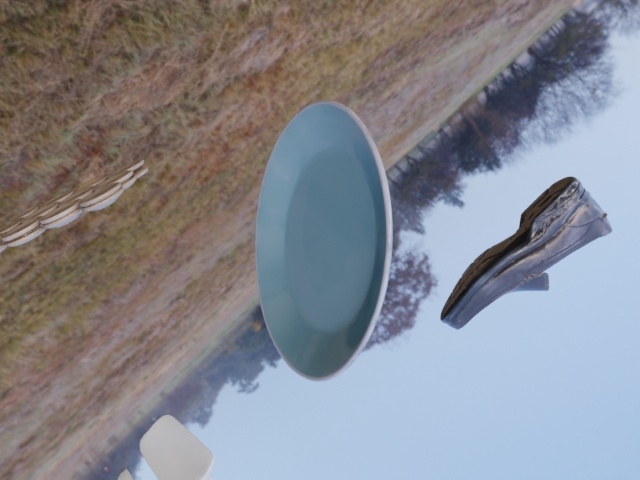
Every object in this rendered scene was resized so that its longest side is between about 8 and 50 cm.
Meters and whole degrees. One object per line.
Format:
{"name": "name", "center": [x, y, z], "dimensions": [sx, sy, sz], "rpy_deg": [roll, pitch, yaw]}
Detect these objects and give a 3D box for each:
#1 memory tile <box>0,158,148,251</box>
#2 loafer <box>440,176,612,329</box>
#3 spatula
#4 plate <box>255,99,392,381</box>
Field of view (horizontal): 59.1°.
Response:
{"name": "memory tile", "center": [-0.229, -0.028, 0.500], "dimensions": [0.147, 0.012, 0.113], "rpy_deg": [-23, -158, 6]}
{"name": "loafer", "center": [0.178, 0.024, 0.497], "dimensions": [0.170, 0.061, 0.062], "rpy_deg": [-47, -179, 17]}
{"name": "spatula", "center": [-0.126, 0.304, 0.537], "dimensions": [0.168, 0.242, 0.019], "rpy_deg": [-49, 152, -12]}
{"name": "plate", "center": [0.000, 0.000, 0.389], "dimensions": [0.024, 0.188, 0.188], "rpy_deg": [1, 160, -28]}
